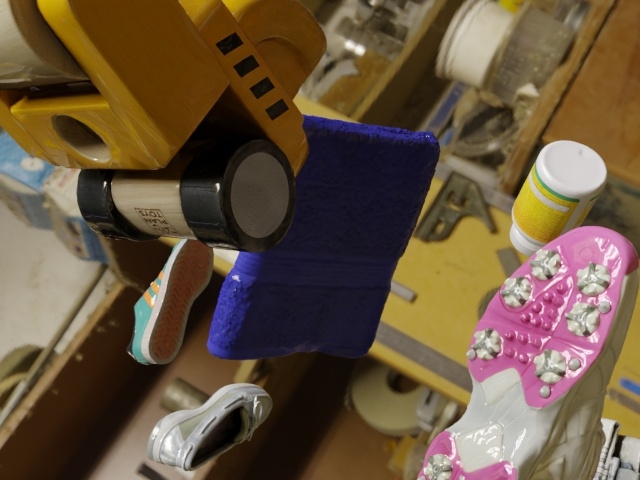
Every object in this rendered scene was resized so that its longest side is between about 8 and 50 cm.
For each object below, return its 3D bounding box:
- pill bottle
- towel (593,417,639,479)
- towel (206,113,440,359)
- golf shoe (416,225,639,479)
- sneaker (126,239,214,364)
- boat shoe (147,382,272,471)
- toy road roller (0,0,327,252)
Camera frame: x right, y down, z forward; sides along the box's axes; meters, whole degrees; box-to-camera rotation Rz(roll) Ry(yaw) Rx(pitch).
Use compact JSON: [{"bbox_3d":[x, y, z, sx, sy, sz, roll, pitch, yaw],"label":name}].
[{"bbox_3d":[0.397,-0.062,1.444,0.117,0.118,0.208,-54,-15,-33],"label":"pill bottle"},{"bbox_3d":[0.321,0.406,1.292,0.324,0.056,0.312,0,55,53],"label":"towel"},{"bbox_3d":[0.000,0.000,0.999,0.228,0.076,0.308,4,-63,-32],"label":"towel"},{"bbox_3d":[0.188,0.135,0.706,0.140,0.115,0.306,16,-77,-38],"label":"golf shoe"},{"bbox_3d":[-0.327,0.116,1.780,0.108,0.121,0.302,40,-121,-38],"label":"sneaker"},{"bbox_3d":[-0.185,0.355,1.586,0.320,0.103,0.118,-6,-68,-59],"label":"boat shoe"},{"bbox_3d":[-0.135,-0.156,0.718,0.329,0.203,0.240,53,-125,-39],"label":"toy road roller"}]
